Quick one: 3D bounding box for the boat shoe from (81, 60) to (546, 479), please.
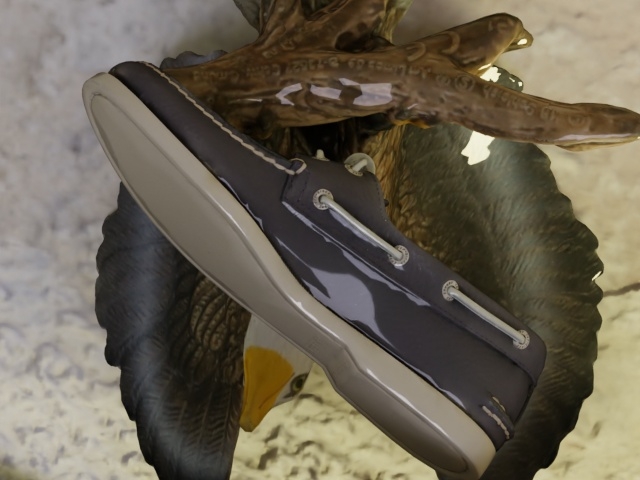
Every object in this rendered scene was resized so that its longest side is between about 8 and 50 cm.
[{"bbox_3d":[0.000,0.000,0.722,0.206,0.065,0.075,44,161,-6],"label":"boat shoe"}]

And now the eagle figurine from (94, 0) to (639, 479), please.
[{"bbox_3d":[0.004,-0.002,0.862,0.226,0.225,0.298,45,164,22],"label":"eagle figurine"}]
